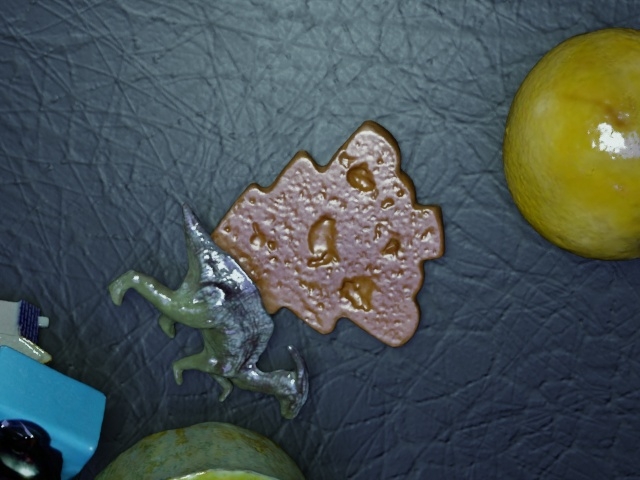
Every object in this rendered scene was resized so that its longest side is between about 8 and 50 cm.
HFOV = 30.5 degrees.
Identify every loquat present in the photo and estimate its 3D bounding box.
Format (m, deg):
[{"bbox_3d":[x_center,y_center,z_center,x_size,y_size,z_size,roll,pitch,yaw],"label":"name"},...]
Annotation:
[{"bbox_3d":[0.333,-0.112,1.327,0.274,0.275,0.275,0,97,2],"label":"loquat"}]

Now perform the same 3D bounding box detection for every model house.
[{"bbox_3d":[-0.392,0.130,1.469,0.100,0.088,0.101,8,64,-21],"label":"model house"}]

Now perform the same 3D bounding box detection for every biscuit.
[{"bbox_3d":[0.000,0.000,1.451,0.306,0.043,0.284,-5,100,6],"label":"biscuit"}]

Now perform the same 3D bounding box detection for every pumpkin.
[{"bbox_3d":[-0.153,0.371,1.398,0.332,0.199,0.332,-6,112,-16],"label":"pumpkin"}]

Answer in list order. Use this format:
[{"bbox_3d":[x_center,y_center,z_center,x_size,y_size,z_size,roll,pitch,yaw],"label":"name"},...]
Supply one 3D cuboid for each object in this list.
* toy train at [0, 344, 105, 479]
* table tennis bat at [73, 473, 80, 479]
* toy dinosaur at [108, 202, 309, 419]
[{"bbox_3d":[-0.392,0.291,1.356,0.188,0.265,0.300,30,120,-22],"label":"toy train"},{"bbox_3d":[-0.428,0.318,1.518,0.246,0.022,0.138,-28,95,4],"label":"table tennis bat"},{"bbox_3d":[-0.128,0.104,1.436,0.162,0.077,0.294,-26,113,22],"label":"toy dinosaur"}]
